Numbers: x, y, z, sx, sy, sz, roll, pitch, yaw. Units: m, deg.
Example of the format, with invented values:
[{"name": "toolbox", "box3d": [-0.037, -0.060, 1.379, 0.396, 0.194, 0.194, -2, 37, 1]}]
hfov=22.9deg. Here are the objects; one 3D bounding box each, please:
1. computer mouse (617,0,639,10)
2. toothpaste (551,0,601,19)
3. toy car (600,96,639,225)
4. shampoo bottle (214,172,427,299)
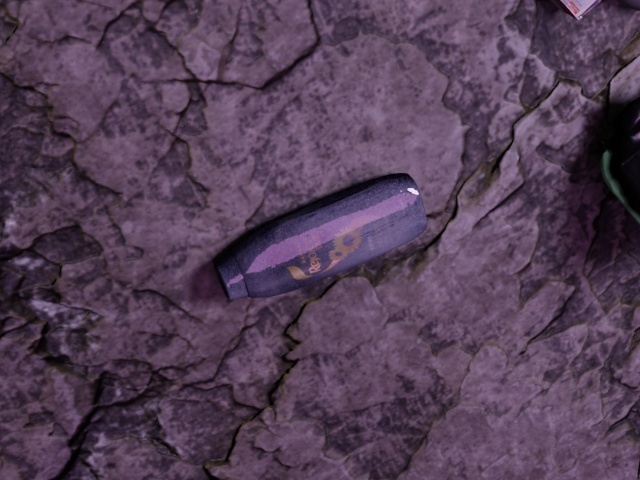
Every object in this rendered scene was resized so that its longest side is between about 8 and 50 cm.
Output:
[{"name": "computer mouse", "box3d": [0.376, -0.351, 1.657, 0.120, 0.057, 0.232, 3, 120, -26]}, {"name": "toothpaste", "box3d": [0.217, -0.300, 1.622, 0.040, 0.047, 0.196, -49, 126, 5]}, {"name": "toy car", "box3d": [0.498, -0.129, 1.765, 0.358, 0.213, 0.176, -41, 161, 7]}, {"name": "shampoo bottle", "box3d": [0.000, 0.000, 1.702, 0.233, 0.049, 0.087, -22, 123, -11]}]
